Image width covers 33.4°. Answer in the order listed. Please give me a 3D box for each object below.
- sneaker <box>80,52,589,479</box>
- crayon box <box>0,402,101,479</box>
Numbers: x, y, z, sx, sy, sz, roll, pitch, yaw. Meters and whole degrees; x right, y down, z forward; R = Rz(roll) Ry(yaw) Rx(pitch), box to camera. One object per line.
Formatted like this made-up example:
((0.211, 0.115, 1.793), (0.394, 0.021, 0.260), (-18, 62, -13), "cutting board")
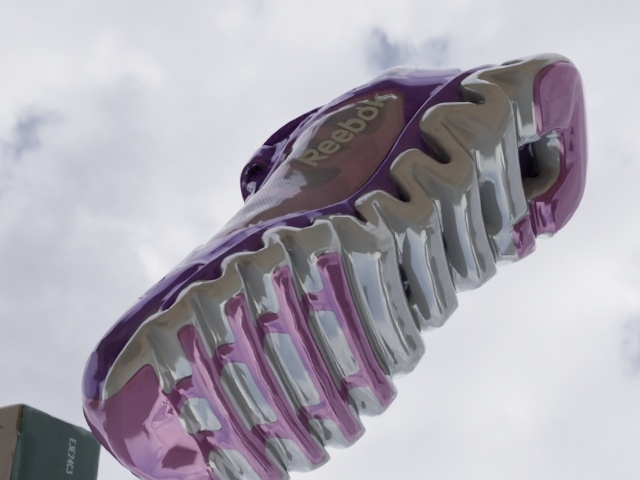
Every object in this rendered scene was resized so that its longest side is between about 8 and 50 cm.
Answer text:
((0.000, 0.000, 0.413), (0.105, 0.095, 0.236), (23, -130, 41), "sneaker")
((-0.295, 0.233, 0.675), (0.323, 0.083, 0.203), (-14, -121, 25), "crayon box")
